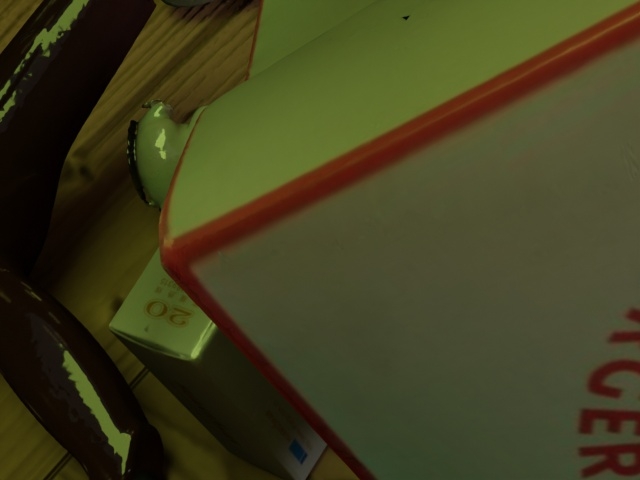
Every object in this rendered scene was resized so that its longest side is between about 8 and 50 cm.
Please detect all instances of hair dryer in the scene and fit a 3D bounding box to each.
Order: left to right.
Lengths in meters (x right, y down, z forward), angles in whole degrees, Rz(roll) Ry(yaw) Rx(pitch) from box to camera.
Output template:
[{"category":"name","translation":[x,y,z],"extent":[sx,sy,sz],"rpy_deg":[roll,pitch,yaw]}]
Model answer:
[{"category":"hair dryer","translation":[-0.143,0.025,0.827],"extent":[0.312,0.123,0.340],"rpy_deg":[-49,63,7]}]

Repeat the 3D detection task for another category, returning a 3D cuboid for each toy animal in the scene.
[{"category":"toy animal","translation":[-0.058,-0.055,0.880],"extent":[0.124,0.071,0.085],"rpy_deg":[-9,53,18]}]

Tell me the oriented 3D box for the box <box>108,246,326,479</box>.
[{"category":"box","translation":[0.000,0.001,0.764],"extent":[0.067,0.149,0.233],"rpy_deg":[18,65,36]}]

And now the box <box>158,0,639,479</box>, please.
[{"category":"box","translation":[0.176,-0.040,0.482],"extent":[0.312,0.314,0.300],"rpy_deg":[-27,31,23]}]

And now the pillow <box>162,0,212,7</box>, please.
[{"category":"pillow","translation":[-0.009,-0.228,1.005],"extent":[0.233,0.038,0.130],"rpy_deg":[-2,53,22]}]
